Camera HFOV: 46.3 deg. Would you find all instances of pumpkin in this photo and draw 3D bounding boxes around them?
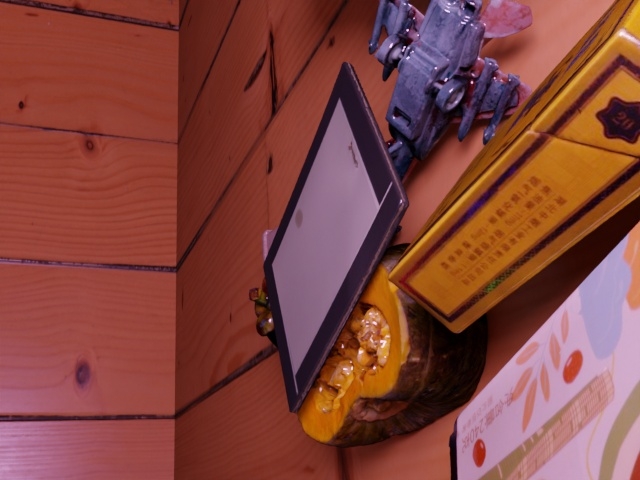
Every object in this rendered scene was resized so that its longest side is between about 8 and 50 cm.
[{"bbox_3d":[0.068,0.111,0.896,0.317,0.139,0.221,123,143,-53],"label":"pumpkin"}]

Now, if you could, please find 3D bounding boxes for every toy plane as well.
[{"bbox_3d":[0.113,-0.153,0.848,0.223,0.104,0.326,44,132,23],"label":"toy plane"}]

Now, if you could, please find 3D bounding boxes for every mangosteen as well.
[{"bbox_3d":[-0.048,0.108,1.184,0.137,0.151,0.137,-35,45,43],"label":"mangosteen"}]

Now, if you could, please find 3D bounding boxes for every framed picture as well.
[{"bbox_3d":[0.000,0.000,0.892,0.265,0.016,0.347,-105,30,-46],"label":"framed picture"}]

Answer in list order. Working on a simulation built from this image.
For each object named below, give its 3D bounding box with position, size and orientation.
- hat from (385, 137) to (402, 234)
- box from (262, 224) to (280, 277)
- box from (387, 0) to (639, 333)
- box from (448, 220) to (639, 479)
[{"bbox_3d":[0.070,-0.067,1.007,0.140,0.129,0.227,42,112,26],"label":"hat"},{"bbox_3d":[-0.047,0.031,1.295,0.062,0.089,0.122,-39,50,48],"label":"box"},{"bbox_3d":[0.186,-0.073,0.565,0.193,0.084,0.301,-50,-2,-36],"label":"box"},{"bbox_3d":[0.214,0.171,0.412,0.385,0.122,0.344,117,165,-44],"label":"box"}]
